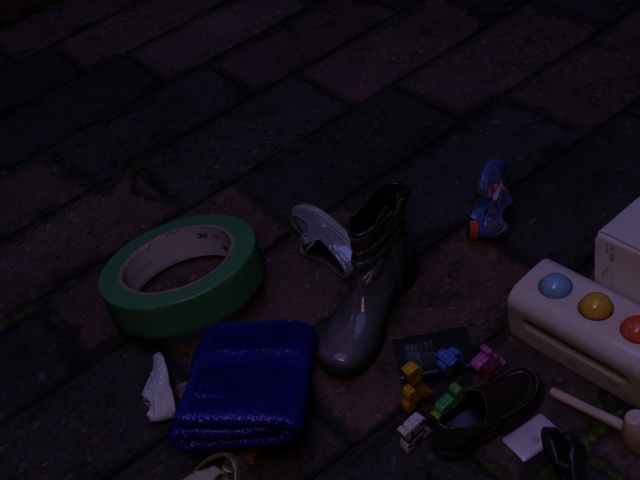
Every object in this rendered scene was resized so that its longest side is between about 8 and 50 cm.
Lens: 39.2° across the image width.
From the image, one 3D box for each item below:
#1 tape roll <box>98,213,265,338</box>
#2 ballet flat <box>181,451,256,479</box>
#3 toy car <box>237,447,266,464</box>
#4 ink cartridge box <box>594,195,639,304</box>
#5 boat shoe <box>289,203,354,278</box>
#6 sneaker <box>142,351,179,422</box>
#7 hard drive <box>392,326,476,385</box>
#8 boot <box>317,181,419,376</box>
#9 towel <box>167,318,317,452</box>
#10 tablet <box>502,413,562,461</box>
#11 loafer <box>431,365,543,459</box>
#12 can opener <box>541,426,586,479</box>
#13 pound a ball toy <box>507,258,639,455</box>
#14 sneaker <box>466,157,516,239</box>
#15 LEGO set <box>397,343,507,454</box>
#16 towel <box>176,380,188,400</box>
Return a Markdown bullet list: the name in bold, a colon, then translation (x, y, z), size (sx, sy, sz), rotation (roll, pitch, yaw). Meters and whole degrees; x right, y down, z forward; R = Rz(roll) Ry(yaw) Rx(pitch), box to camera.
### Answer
- **tape roll**: translation (-0.272, 0.063, 1.769), size (0.321, 0.077, 0.321), rotation (-13, 30, 8)
- **ballet flat**: translation (-0.238, 0.454, 1.359), size (0.123, 0.123, 0.348), rotation (27, 56, 36)
- **toy car**: translation (-0.138, 0.324, 1.527), size (0.060, 0.040, 0.122), rotation (-34, 46, -21)
- **ink cartridge box**: translation (0.610, 0.006, 1.554), size (0.283, 0.207, 0.117), rotation (-36, 45, -22)
- **boat shoe**: translation (0.000, 0.001, 1.811), size (0.081, 0.079, 0.227), rotation (-33, 49, -26)
- **sneaker**: translation (-0.295, 0.263, 1.624), size (0.061, 0.053, 0.152), rotation (-19, 43, -2)
- **hard drive**: translation (0.201, 0.202, 1.585), size (0.135, 0.022, 0.094), rotation (-11, 42, 3)
- **boot**: translation (0.073, 0.060, 1.621), size (0.118, 0.222, 0.338), rotation (10, 47, 23)
- **towel**: translation (-0.128, 0.234, 1.536), size (0.228, 0.076, 0.308), rotation (-7, 26, 7)
- **tablet**: translation (0.340, 0.315, 1.440), size (0.083, 0.006, 0.054), rotation (-30, 45, -17)
- **loafer**: translation (0.274, 0.270, 1.451), size (0.220, 0.078, 0.080), rotation (-33, 46, -20)
- **can opener**: translation (0.376, 0.368, 1.342), size (0.073, 0.059, 0.186), rotation (6, 49, -19)
- **pound a ball toy**: translation (0.447, 0.173, 1.471), size (0.208, 0.136, 0.319), rotation (-37, 47, -25)
- **sneaker**: translation (0.355, -0.079, 1.820), size (0.087, 0.083, 0.221), rotation (14, 53, 9)
- **LEGO set**: translation (0.189, 0.231, 1.479), size (0.227, 0.093, 0.087), rotation (-40, 45, -13)
- **towel**: translation (-0.218, 0.270, 1.628), size (0.083, 0.009, 0.060), rotation (-16, 41, -3)
